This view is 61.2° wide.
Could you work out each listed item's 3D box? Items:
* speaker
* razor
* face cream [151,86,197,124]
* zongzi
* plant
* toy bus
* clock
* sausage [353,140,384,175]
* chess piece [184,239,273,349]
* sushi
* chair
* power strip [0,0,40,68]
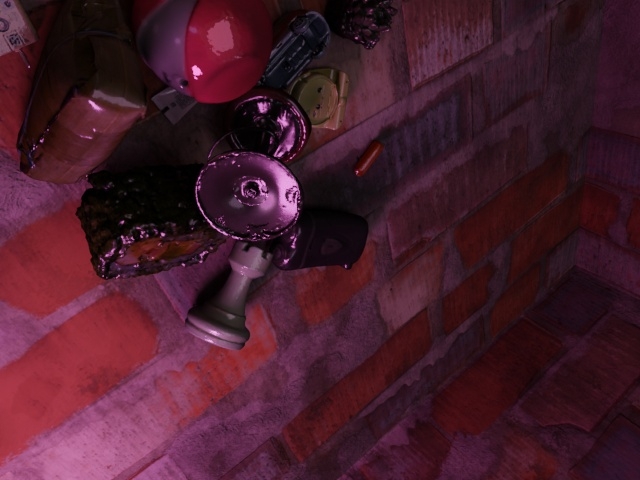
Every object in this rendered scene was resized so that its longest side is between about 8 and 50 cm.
[{"bbox_3d":[-0.250,-0.437,1.125,0.295,0.294,0.294,-21,128,-30],"label":"speaker"},{"bbox_3d":[-0.002,-0.001,1.737,0.349,0.113,0.204,1,116,-43],"label":"razor"},{"bbox_3d":[-0.286,-0.385,1.300,0.244,0.058,0.092,-42,142,-5],"label":"face cream"},{"bbox_3d":[-0.503,-0.333,1.099,0.356,0.392,0.174,-33,155,35],"label":"zongzi"},{"bbox_3d":[0.106,-0.581,1.412,0.129,0.194,0.132,9,108,-39],"label":"plant"},{"bbox_3d":[-0.099,-0.463,1.359,0.265,0.120,0.121,-49,138,-3],"label":"toy bus"},{"bbox_3d":[-0.031,-0.390,1.501,0.232,0.069,0.169,-12,123,-36],"label":"clock"},{"bbox_3d":[0.155,-0.266,1.759,0.131,0.041,0.039,-53,142,-2],"label":"sausage"},{"bbox_3d":[-0.251,0.151,1.582,0.195,0.195,0.298,27,87,-47],"label":"chess piece"},{"bbox_3d":[-0.380,-0.037,1.270,0.352,0.178,0.294,-11,157,-44],"label":"sushi"},{"bbox_3d":[-0.138,-0.203,1.248,0.227,0.400,0.226,1,127,2],"label":"chair"},{"bbox_3d":[-0.609,-0.442,0.994,0.092,0.034,0.267,-34,133,-21],"label":"power strip"}]
